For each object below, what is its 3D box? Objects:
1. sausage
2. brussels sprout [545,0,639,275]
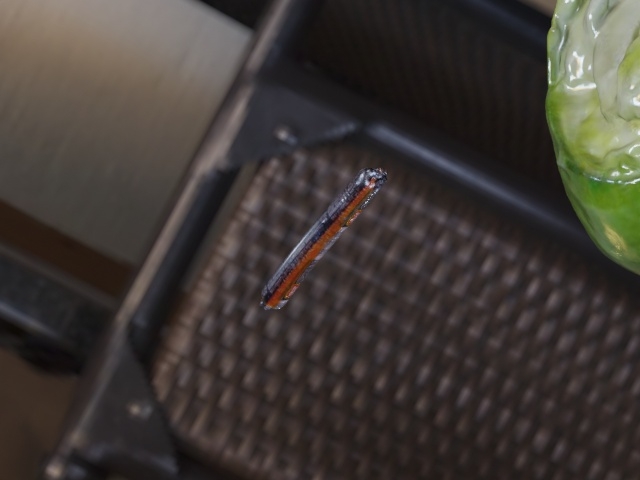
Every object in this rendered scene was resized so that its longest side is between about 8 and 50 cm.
[{"bbox_3d":[0.000,0.000,1.537,0.028,0.198,0.025,-10,-120,-42],"label":"sausage"},{"bbox_3d":[0.370,-0.142,1.918,0.276,0.371,0.315,-16,155,31],"label":"brussels sprout"}]
